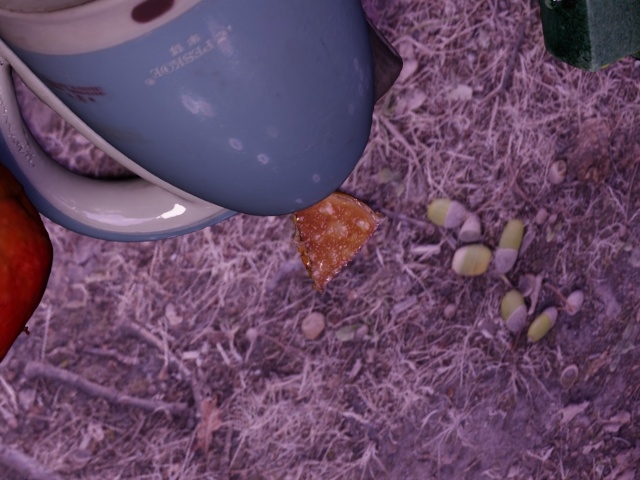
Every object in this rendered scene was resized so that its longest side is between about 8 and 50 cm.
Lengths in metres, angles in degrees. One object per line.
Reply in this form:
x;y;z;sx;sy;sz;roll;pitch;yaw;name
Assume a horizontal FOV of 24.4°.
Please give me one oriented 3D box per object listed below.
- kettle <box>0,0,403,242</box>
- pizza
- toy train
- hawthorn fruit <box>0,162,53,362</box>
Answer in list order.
-0.111;-0.134;1.138;0.319;0.247;0.342;-26;138;8;kettle
-0.001;-0.015;1.390;0.099;0.029;0.100;45;75;-33;pizza
0.280;-0.311;1.437;0.178;0.138;0.330;-26;125;-19;toy train
-0.286;0.019;1.004;0.224;0.261;0.224;10;76;-44;hawthorn fruit
